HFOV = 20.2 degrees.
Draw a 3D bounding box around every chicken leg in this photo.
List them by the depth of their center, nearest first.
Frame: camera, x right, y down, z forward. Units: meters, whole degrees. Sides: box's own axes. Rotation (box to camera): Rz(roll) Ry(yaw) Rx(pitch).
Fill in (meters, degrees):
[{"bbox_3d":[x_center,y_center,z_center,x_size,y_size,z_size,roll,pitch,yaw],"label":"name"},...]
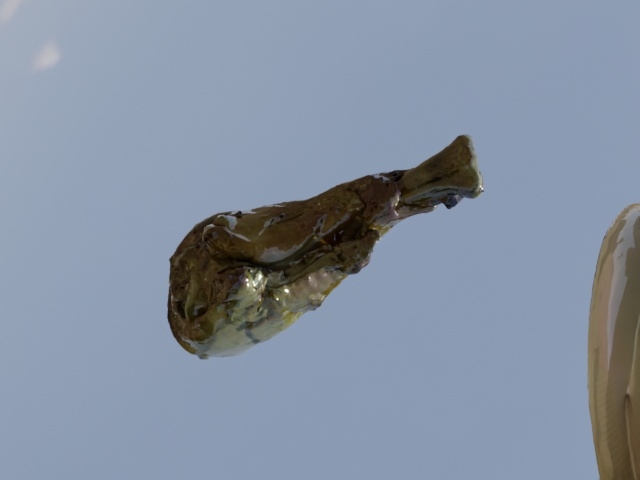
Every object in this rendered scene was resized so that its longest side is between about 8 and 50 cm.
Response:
[{"bbox_3d":[0.000,0.000,0.889,0.178,0.070,0.093,-25,179,8],"label":"chicken leg"}]

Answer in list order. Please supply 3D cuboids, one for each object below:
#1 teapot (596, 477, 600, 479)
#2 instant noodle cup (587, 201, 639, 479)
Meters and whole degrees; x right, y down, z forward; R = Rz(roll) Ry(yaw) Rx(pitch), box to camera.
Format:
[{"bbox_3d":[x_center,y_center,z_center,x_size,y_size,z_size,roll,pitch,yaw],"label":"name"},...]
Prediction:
[{"bbox_3d":[0.254,0.257,1.262,0.424,0.252,0.280,110,0,-71],"label":"teapot"},{"bbox_3d":[0.147,0.044,0.493,0.151,0.122,0.151,174,-90,-81],"label":"instant noodle cup"}]
